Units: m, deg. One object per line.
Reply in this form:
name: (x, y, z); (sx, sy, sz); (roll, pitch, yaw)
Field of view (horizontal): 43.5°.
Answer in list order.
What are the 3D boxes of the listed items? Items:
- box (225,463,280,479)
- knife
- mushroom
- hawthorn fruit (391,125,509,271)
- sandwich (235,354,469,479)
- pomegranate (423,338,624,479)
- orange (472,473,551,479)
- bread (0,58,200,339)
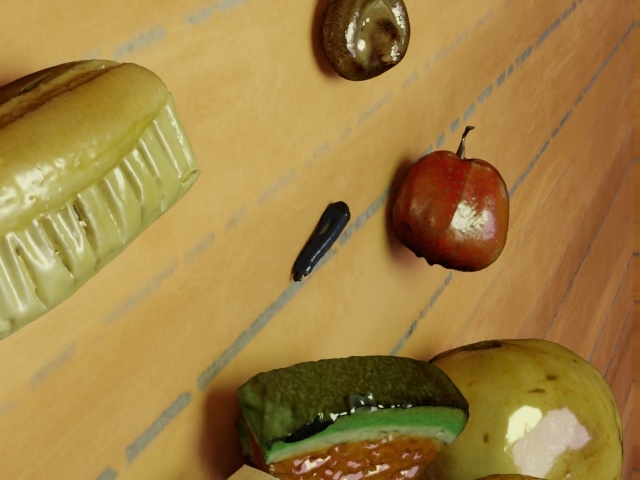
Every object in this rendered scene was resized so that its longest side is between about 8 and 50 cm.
box: (-0.049, 0.388, 0.670); (0.210, 0.095, 0.330); (-34, 106, -28)
knife: (0.000, 0.000, 0.910); (0.121, 0.031, 0.018); (-53, 138, -33)
mushroom: (0.051, -0.234, 0.900); (0.126, 0.085, 0.109); (-14, 78, -43)
hawthorn fruit: (0.181, -0.058, 1.074); (0.157, 0.157, 0.194); (13, 88, -59)
sandwich: (0.008, 0.243, 0.857); (0.250, 0.162, 0.301); (-3, 117, -29)
pomegranate: (0.248, 0.290, 1.107); (0.332, 0.332, 0.333); (-16, 109, -57)
orange: (0.208, 0.385, 0.831); (0.274, 0.274, 0.274); (-16, 109, -57)
bread: (-0.181, -0.035, 0.487); (0.236, 0.139, 0.106); (-49, 131, -48)
